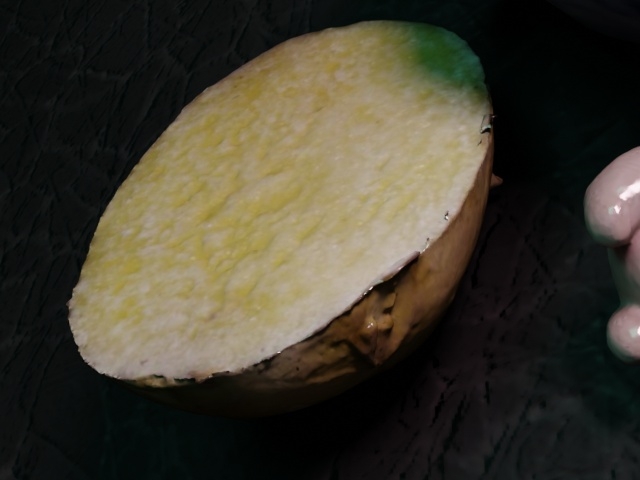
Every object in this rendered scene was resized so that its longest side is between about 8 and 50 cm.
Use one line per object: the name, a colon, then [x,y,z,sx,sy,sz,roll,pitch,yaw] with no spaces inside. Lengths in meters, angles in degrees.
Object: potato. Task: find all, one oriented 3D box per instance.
potato: [0.000,0.000,0.776,0.239,0.116,0.299,-10,40,30]

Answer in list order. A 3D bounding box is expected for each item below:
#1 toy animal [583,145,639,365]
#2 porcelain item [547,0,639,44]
toy animal: [0.212,0.011,0.560,0.212,0.124,0.124,12,66,52]
porcelain item: [0.184,-0.196,0.672,0.405,0.242,0.179,19,90,47]
